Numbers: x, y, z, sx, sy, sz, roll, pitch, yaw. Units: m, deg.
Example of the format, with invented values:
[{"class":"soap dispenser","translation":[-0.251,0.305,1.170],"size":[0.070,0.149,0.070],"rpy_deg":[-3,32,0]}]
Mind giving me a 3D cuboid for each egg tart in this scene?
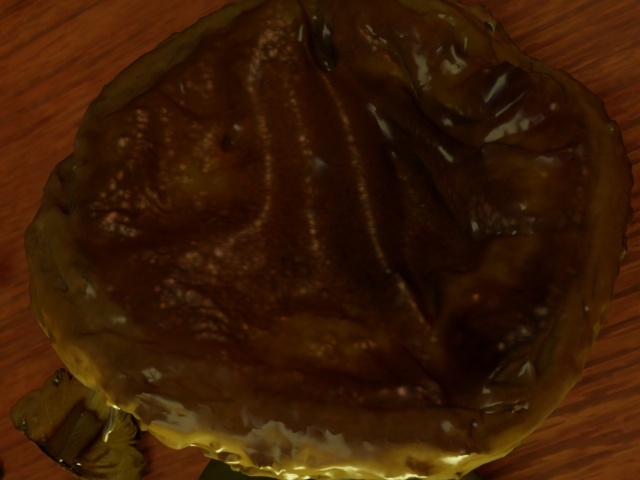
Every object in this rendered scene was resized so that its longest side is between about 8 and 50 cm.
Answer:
[{"class":"egg tart","translation":[0.000,0.000,0.718],"size":[0.351,0.153,0.339],"rpy_deg":[29,61,28]}]

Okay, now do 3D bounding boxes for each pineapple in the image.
[{"class":"pineapple","translation":[-0.165,0.123,0.903],"size":[0.114,0.077,0.114],"rpy_deg":[31,91,17]}]

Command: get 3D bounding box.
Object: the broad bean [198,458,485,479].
[{"class":"broad bean","translation":[0.016,0.216,0.791],"size":[0.238,0.119,0.291],"rpy_deg":[10,97,24]}]
